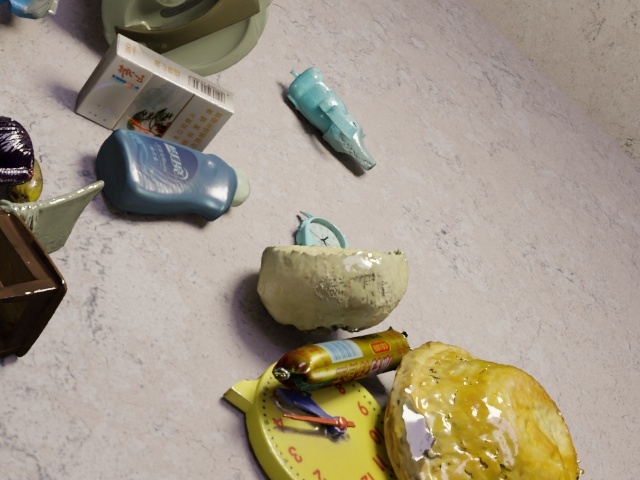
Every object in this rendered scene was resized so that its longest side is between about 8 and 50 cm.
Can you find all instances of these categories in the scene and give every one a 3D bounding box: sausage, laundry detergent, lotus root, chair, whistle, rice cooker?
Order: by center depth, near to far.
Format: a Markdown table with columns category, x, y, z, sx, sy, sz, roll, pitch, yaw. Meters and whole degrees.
| category | x | y | z | sx | sy | sz | roll | pitch | yaw |
| --- | --- | --- | --- | --- | --- | --- | --- | --- | --- |
| chair | -0.399 | 0.040 | 1.312 | 0.319 | 0.160 | 0.186 | -12 | 57 | -51 |
| lotus root | -0.443 | -0.095 | 1.496 | 0.049 | 0.054 | 0.099 | 6 | 48 | -28 |
| sausage | 0.036 | 0.191 | 1.588 | 0.082 | 0.082 | 0.371 | 56 | 26 | 17 |
| laundry detergent | -0.231 | -0.104 | 1.695 | 0.289 | 0.094 | 0.143 | 6 | 45 | -43 |
| rice cooker | -0.257 | -0.493 | 1.888 | 0.335 | 0.335 | 0.325 | 19 | 40 | -33 |
| whistle | 0.025 | -0.262 | 2.144 | 0.274 | 0.093 | 0.186 | 50 | 7 | 3 |

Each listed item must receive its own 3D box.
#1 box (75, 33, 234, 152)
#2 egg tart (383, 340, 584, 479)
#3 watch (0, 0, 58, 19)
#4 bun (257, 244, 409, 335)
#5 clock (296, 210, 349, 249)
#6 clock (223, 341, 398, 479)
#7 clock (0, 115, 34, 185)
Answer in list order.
| category | x | y | z | sx | sy | sz | roll | pitch | yaw |
| --- | --- | --- | --- | --- | --- | --- | --- | --- | --- |
| box | -0.286 | -0.241 | 1.735 | 0.233 | 0.149 | 0.067 | 24 | 36 | -28 |
| egg tart | 0.298 | 0.352 | 1.659 | 0.443 | 0.178 | 0.443 | 35 | 36 | -30 |
| watch | -0.567 | -0.485 | 1.670 | 0.274 | 0.241 | 0.305 | 10 | 47 | -18 |
| bun | 0.019 | 0.082 | 1.656 | 0.259 | 0.259 | 0.152 | 1 | 93 | -46 |
| clock | 0.001 | -0.001 | 1.876 | 0.108 | 0.045 | 0.147 | 22 | 39 | -32 |
| clock | 0.012 | 0.294 | 1.545 | 0.293 | 0.071 | 0.277 | 49 | 33 | 6 |
| clock | -0.518 | -0.143 | 1.408 | 0.195 | 0.100 | 0.194 | -9 | 52 | -41 |
